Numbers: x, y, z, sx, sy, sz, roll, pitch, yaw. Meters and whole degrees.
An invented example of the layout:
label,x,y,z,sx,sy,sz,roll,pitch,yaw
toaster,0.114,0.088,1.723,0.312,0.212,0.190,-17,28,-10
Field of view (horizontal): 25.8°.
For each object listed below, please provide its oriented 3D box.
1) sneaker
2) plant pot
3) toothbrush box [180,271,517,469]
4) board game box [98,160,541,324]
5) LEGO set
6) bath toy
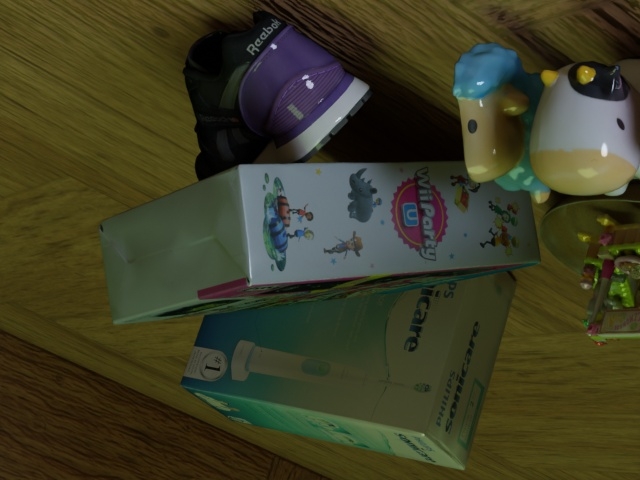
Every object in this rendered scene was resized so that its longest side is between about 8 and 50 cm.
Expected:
label,x,y,z,sx,sy,sz,roll,pitch,yaw
sneaker,-0.062,-0.121,1.172,0.124,0.107,0.283,45,157,-9
plant pot,0.311,0.005,1.232,0.236,0.032,0.236,17,161,6
toothbrush box,0.031,0.099,1.479,0.296,0.216,0.126,6,158,30
board game box,0.000,0.000,1.189,0.303,0.097,0.224,-5,174,-37
LEGO set,0.271,0.056,1.194,0.132,0.107,0.287,22,161,-11
bath toy,0.254,-0.088,0.889,0.348,0.151,0.129,-1,120,42
